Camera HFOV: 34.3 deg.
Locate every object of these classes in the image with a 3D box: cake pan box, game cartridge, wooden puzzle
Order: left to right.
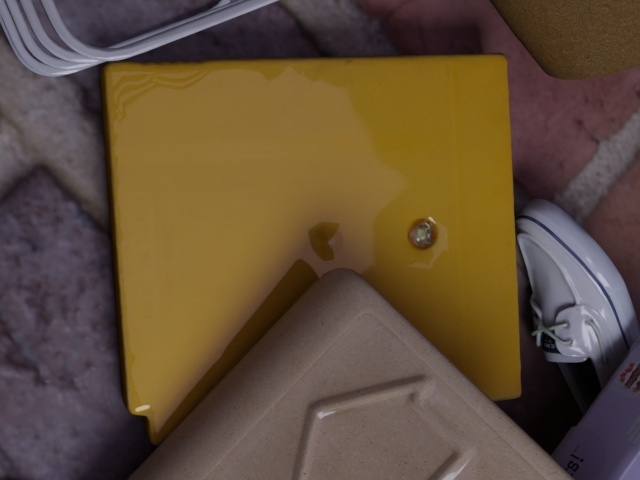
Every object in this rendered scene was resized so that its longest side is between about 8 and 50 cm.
[{"bbox_3d":[0.000,0.000,0.811,0.323,0.052,0.286,-4,94,-16],"label":"game cartridge"},{"bbox_3d":[0.026,0.245,0.715,0.348,0.080,0.322,44,90,16],"label":"wooden puzzle"},{"bbox_3d":[0.253,0.250,0.848,0.267,0.070,0.246,-50,126,-13],"label":"cake pan box"}]

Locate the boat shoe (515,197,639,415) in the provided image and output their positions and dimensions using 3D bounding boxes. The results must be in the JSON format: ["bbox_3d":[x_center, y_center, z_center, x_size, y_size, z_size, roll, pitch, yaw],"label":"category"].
[{"bbox_3d":[0.217,0.074,0.865,0.075,0.083,0.226,-38,104,-15],"label":"boat shoe"}]

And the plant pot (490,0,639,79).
[{"bbox_3d":[0.193,-0.263,0.787,0.237,0.237,0.254,-31,117,-15],"label":"plant pot"}]

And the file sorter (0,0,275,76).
[{"bbox_3d":[-0.121,-0.208,0.640,0.192,0.277,0.173,-25,104,-16],"label":"file sorter"}]
